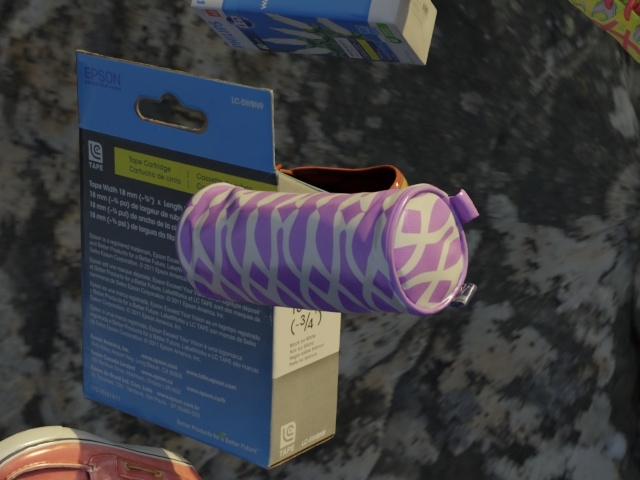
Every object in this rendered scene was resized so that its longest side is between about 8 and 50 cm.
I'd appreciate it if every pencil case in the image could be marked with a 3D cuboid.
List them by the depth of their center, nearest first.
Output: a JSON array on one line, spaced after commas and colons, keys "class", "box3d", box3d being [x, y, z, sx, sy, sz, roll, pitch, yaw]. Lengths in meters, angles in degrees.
[{"class": "pencil case", "box3d": [0.000, 0.000, 1.005, 0.206, 0.086, 0.088, 3, 49, 40]}]

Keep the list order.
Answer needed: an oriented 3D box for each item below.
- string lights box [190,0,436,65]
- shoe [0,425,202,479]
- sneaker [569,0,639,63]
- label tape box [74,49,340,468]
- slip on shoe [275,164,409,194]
[{"class": "string lights box", "box3d": [-0.006, -0.276, 1.853, 0.260, 0.133, 0.077, 8, 77, 22]}, {"class": "shoe", "box3d": [-0.137, 0.173, 1.026, 0.081, 0.178, 0.063, 37, 106, 44]}, {"class": "sneaker", "box3d": [0.206, -0.159, 1.004, 0.081, 0.094, 0.208, -55, 44, 8]}, {"class": "label tape box", "box3d": [-0.100, 0.005, 1.385, 0.241, 0.106, 0.333, 16, 112, 36]}, {"class": "slip on shoe", "box3d": [-0.060, -0.031, 1.595, 0.331, 0.123, 0.101, -1, 127, 8]}]
